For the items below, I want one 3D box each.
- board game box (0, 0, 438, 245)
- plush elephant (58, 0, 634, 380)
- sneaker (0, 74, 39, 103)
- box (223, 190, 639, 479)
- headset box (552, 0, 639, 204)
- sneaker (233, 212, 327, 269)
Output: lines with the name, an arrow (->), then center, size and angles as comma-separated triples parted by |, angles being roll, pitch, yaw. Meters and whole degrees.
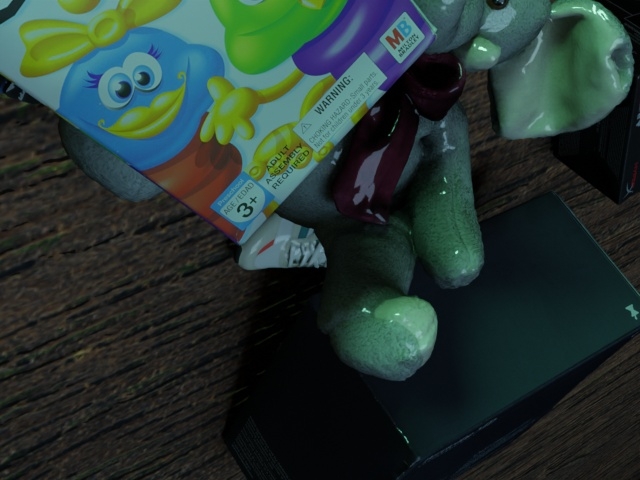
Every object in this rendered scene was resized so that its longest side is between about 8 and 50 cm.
board game box -> -0.097, -0.140, 0.418 | 0.142, 0.144, 0.275 | -47, 139, 4
plush elephant -> 0.051, -0.120, 0.675 | 0.255, 0.272, 0.330 | -50, -179, 35
sneaker -> -0.197, -0.128, 0.522 | 0.221, 0.087, 0.083 | 3, 120, -47
box -> 0.116, 0.147, 1.074 | 0.343, 0.179, 0.312 | -22, 158, -34
headset box -> 0.400, -0.211, 1.120 | 0.293, 0.110, 0.218 | -36, 148, -15
sneaker -> 0.000, 0.000, 0.924 | 0.161, 0.075, 0.057 | -19, 140, -37
